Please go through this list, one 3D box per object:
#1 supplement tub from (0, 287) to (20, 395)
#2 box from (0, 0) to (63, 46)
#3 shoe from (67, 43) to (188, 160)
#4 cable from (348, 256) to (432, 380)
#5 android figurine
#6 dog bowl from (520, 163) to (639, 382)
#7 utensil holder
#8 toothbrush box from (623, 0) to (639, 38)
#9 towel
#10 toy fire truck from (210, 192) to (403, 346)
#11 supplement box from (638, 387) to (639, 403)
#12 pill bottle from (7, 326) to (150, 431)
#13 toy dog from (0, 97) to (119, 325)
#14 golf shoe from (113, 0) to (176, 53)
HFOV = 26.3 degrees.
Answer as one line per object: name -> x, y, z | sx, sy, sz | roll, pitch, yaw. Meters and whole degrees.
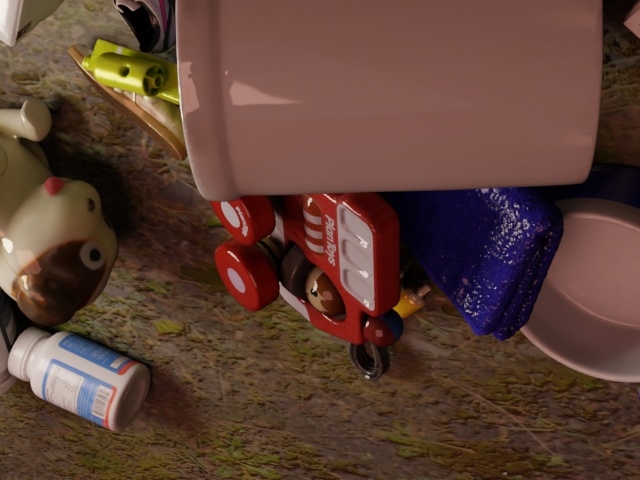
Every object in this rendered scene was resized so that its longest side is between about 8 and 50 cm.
supplement tub -> -0.618, 0.129, 2.314 | 0.191, 0.191, 0.272 | 14, 134, 23
box -> -0.364, -0.372, 1.689 | 0.119, 0.181, 0.182 | 32, 138, 4
shoe -> -0.252, -0.200, 1.878 | 0.219, 0.058, 0.076 | 42, 170, -1
cable -> 0.063, 0.102, 1.928 | 0.139, 0.072, 0.287 | 34, 139, 10
android figurine -> -0.183, -0.192, 1.732 | 0.273, 0.056, 0.248 | 20, -178, 31
dog bowl -> 0.355, 0.041, 1.654 | 0.265, 0.104, 0.265 | 19, 136, 19
utensil holder -> 0.071, -0.201, 1.372 | 0.385, 0.327, 0.327 | 0, 132, 4
toothbrush box -> 0.456, -0.195, 1.285 | 0.295, 0.216, 0.126 | 40, 138, -4
towel -> 0.148, -0.045, 1.637 | 0.308, 0.076, 0.227 | 48, 147, 30
toy fire truck -> 0.004, 0.013, 1.693 | 0.254, 0.169, 0.302 | 41, 151, 34
supplement box -> 0.505, 0.207, 1.620 | 0.220, 0.114, 0.111 | -21, 125, -6
pill bottle -> -0.411, 0.227, 2.320 | 0.221, 0.124, 0.124 | 23, 137, 16
toy dog -> -0.498, -0.023, 2.008 | 0.408, 0.284, 0.395 | 18, 114, 7
golf shoe -> -0.229, -0.323, 1.705 | 0.067, 0.086, 0.186 | -18, 104, 32
